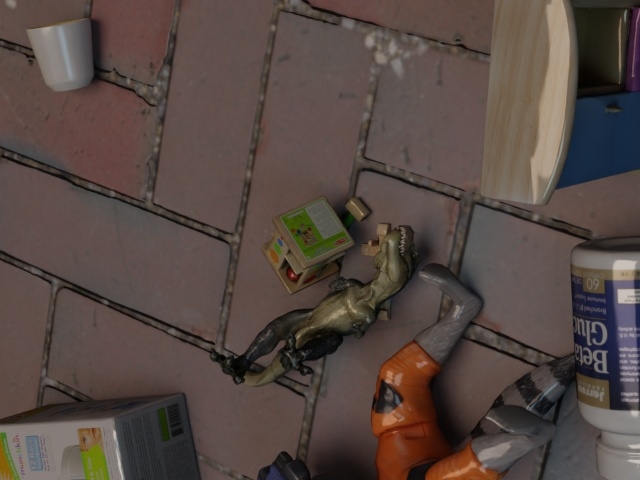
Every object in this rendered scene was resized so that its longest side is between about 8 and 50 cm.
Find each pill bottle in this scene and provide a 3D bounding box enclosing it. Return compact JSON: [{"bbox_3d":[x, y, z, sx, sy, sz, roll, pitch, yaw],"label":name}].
[{"bbox_3d":[0.231,0.085,0.935,0.094,0.094,0.169,0,98,35],"label":"pill bottle"}]

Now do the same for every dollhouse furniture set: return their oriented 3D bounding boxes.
[{"bbox_3d":[0.287,-0.130,0.797,0.303,0.198,0.286,11,104,33],"label":"dollhouse furniture set"}]

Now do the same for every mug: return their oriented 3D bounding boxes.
[{"bbox_3d":[-0.247,-0.180,1.255,0.062,0.078,0.064,-10,103,3],"label":"mug"}]

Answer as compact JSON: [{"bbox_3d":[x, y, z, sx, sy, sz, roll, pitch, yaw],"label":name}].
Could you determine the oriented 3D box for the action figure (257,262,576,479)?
[{"bbox_3d":[0.098,0.237,1.010,0.341,0.178,0.330,53,132,46],"label":"action figure"}]

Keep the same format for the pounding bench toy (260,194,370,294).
[{"bbox_3d":[0.000,0.000,1.111,0.052,0.083,0.065,57,155,16],"label":"pounding bench toy"}]

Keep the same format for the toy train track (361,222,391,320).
[{"bbox_3d":[0.052,0.028,1.099,0.048,0.014,0.083,5,101,34],"label":"toy train track"}]

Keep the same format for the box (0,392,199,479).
[{"bbox_3d":[-0.232,0.221,1.274,0.203,0.103,0.114,-8,93,35],"label":"box"}]

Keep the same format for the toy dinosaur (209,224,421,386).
[{"bbox_3d":[-0.019,0.083,1.085,0.268,0.118,0.064,-37,83,37],"label":"toy dinosaur"}]
